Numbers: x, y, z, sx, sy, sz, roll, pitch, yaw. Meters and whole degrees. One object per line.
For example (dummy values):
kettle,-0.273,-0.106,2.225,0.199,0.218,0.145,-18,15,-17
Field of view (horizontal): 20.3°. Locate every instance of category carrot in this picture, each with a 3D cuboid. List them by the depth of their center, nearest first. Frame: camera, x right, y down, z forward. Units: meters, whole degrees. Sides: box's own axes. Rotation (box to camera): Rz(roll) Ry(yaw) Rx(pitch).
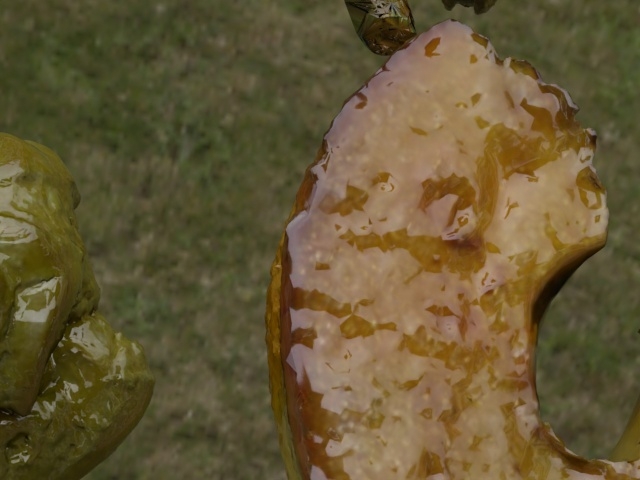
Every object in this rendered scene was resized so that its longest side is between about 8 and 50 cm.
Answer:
carrot,0.047,-0.266,1.739,0.069,0.069,0.228,1,46,-14

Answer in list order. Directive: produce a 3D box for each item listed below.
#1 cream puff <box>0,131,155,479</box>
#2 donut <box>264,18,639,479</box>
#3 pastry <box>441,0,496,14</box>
cream puff,-0.275,0.084,1.422,0.270,0.274,0.323,39,70,9
donut,0.139,0.102,1.096,0.435,0.163,0.377,34,73,-9
pastry,0.165,-0.279,1.822,0.057,0.109,0.097,24,11,8
